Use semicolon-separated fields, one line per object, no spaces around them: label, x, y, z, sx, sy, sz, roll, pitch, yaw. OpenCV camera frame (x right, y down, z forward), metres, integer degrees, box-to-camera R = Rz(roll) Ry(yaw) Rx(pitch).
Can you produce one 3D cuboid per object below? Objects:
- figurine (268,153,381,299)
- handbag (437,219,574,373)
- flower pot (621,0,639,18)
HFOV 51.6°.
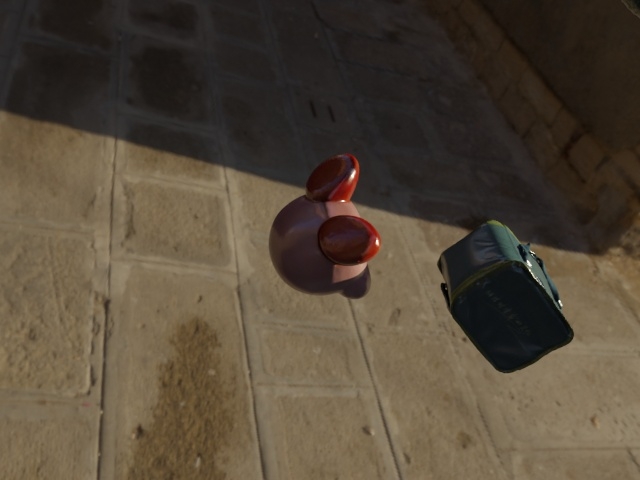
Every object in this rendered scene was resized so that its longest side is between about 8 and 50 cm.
figurine;-0.005;-0.004;1.391;0.211;0.261;0.270;-8;55;-5
handbag;0.389;0.119;1.434;0.263;0.222;0.241;52;18;-14
flower pot;0.829;-0.622;1.602;0.242;0.157;0.190;22;59;-14
